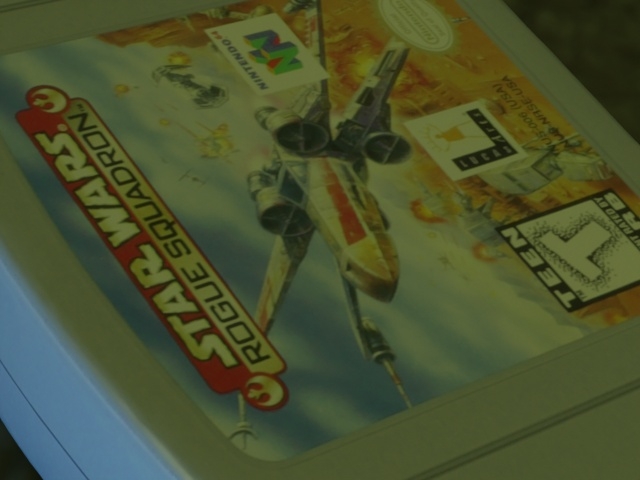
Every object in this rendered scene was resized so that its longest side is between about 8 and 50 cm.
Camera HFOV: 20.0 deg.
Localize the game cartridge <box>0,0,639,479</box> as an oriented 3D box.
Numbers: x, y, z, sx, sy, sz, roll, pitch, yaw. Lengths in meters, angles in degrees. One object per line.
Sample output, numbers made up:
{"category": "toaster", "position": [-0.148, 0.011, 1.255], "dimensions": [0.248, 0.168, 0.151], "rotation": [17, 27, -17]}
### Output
{"category": "game cartridge", "position": [0.000, 0.000, 0.490], "dimensions": [0.198, 0.062, 0.297], "rotation": [-16, 55, -37]}
